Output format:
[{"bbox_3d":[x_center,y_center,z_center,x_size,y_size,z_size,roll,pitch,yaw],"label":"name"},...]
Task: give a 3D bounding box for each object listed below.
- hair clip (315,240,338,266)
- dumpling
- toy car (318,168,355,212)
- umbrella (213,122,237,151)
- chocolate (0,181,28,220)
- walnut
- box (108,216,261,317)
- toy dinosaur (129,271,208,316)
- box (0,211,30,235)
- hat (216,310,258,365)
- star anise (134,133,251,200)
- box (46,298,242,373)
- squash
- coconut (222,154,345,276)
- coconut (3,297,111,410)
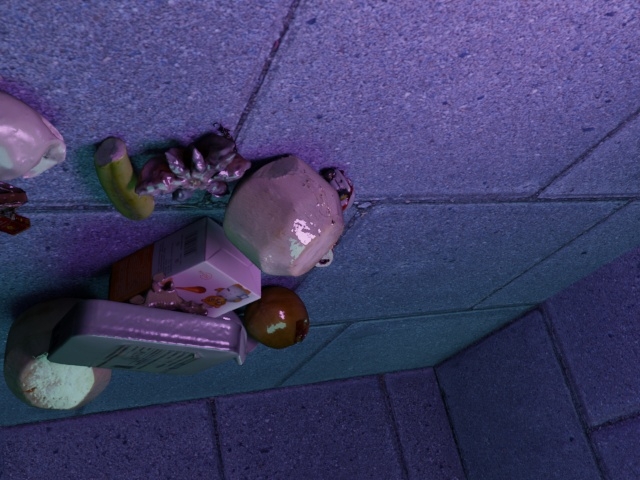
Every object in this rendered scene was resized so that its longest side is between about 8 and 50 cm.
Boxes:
[{"bbox_3d":[-0.003,-0.007,1.925,0.123,0.102,0.138,-10,125,-12],"label":"hair clip"},{"bbox_3d":[-0.537,-0.165,1.122,0.162,0.132,0.250,-30,152,26],"label":"dumpling"},{"bbox_3d":[0.034,-0.106,1.638,0.139,0.112,0.112,-43,160,33],"label":"toy car"},{"bbox_3d":[-0.184,-0.206,1.380,0.022,0.013,0.122,-5,160,14],"label":"umbrella"},{"bbox_3d":[-0.625,-0.066,1.269,0.103,0.065,0.329,-4,180,-38],"label":"chocolate"},{"bbox_3d":[-0.138,0.250,2.231,0.203,0.203,0.298,-15,160,2],"label":"walnut"},{"bbox_3d":[-0.352,0.105,1.780,0.341,0.143,0.225,-24,139,25],"label":"box"},{"bbox_3d":[-0.412,0.162,1.678,0.252,0.072,0.199,-14,150,-1],"label":"toy dinosaur"},{"bbox_3d":[-0.672,-0.039,1.477,0.052,0.023,0.082,-22,156,20],"label":"box"},{"bbox_3d":[-0.311,0.274,2.270,0.258,0.167,0.301,17,-167,20],"label":"hat"},{"bbox_3d":[-0.259,-0.137,1.390,0.237,0.092,0.229,-10,161,-30],"label":"star anise"},{"bbox_3d":[-0.433,0.248,1.686,0.397,0.111,0.396,13,157,-28],"label":"box"},{"bbox_3d":[-0.397,-0.116,1.392,0.083,0.083,0.250,-12,154,-4],"label":"squash"},{"bbox_3d":[-0.085,-0.060,1.510,0.245,0.247,0.245,-40,161,-17],"label":"coconut"},{"bbox_3d":[-0.728,0.317,1.939,0.323,0.322,0.323,-12,157,-5],"label":"coconut"}]
